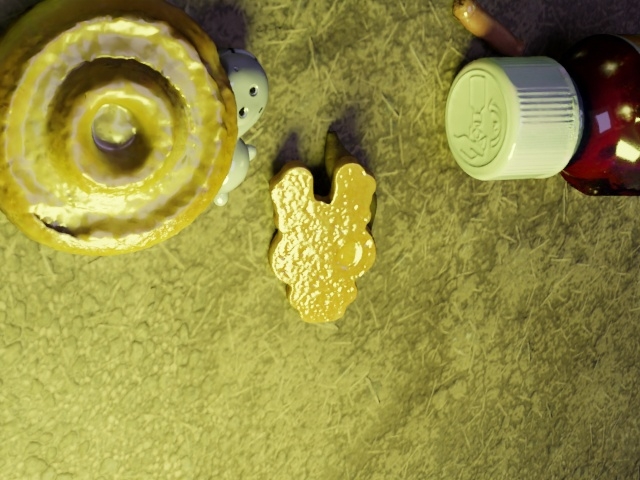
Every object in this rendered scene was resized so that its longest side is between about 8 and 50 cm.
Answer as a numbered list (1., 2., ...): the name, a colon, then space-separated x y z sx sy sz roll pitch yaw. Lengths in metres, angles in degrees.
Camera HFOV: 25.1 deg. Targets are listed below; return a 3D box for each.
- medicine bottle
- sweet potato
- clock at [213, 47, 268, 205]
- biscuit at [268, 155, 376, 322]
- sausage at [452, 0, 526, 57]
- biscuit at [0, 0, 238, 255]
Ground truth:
1. medicine bottle: 0.379 -0.175 2.021 0.395 0.242 0.242 -4 109 -36
2. sweet potato: 0.043 -0.026 1.907 0.069 0.059 0.249 -11 119 -17
3. clock: -0.112 -0.137 1.706 0.117 0.080 0.176 30 86 -43
4. biscuit: 0.003 0.001 1.860 0.144 0.040 0.236 -3 122 -7
5. sausage: 0.236 -0.292 1.988 0.158 0.036 0.042 25 96 -45
6. biscuit: -0.227 -0.124 1.548 0.296 0.102 0.296 -6 105 -21
